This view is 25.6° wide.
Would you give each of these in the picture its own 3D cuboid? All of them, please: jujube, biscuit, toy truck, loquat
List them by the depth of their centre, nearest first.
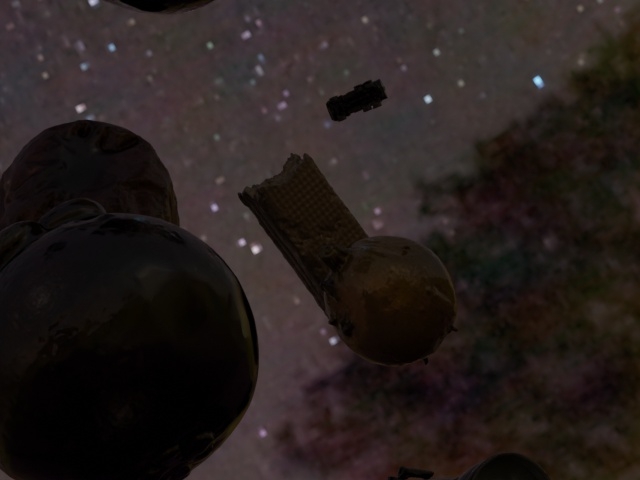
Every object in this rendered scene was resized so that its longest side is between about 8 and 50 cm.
[{"bbox_3d":[0.078,0.068,1.735,0.204,0.172,0.149,32,-60,-21],"label":"loquat"},{"bbox_3d":[0.000,0.000,1.888,0.108,0.239,0.062,-41,9,-29],"label":"biscuit"},{"bbox_3d":[-0.331,0.019,1.941,0.276,0.377,0.276,2,-31,1],"label":"jujube"},{"bbox_3d":[0.051,-0.196,1.970,0.083,0.039,0.044,-22,7,11],"label":"toy truck"}]

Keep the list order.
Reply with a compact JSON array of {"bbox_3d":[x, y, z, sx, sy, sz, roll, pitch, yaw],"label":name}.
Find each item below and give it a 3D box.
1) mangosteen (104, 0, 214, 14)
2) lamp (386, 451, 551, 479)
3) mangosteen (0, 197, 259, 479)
[{"bbox_3d":[-0.197,-0.420,1.632,0.330,0.330,0.330,-25,-21,-10],"label":"mangosteen"},{"bbox_3d":[0.180,0.356,1.859,0.172,0.147,0.227,29,-24,-22],"label":"lamp"},{"bbox_3d":[-0.203,0.097,1.371,0.297,0.313,0.297,-6,-43,-6],"label":"mangosteen"}]
